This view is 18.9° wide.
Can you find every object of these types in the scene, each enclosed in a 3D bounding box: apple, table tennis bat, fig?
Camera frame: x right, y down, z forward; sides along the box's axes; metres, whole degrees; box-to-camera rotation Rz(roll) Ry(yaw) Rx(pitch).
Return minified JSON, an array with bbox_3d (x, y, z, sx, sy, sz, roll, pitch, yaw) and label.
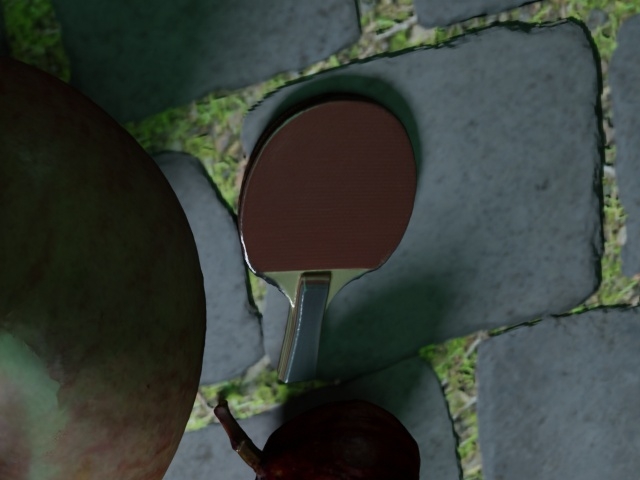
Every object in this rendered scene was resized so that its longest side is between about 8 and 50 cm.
[{"bbox_3d":[-0.222,0.071,1.131,0.345,0.269,0.345,-10,122,-16],"label":"apple"},{"bbox_3d":[0.000,0.000,1.337,0.130,0.019,0.220,-1,117,-23],"label":"table tennis bat"},{"bbox_3d":[0.009,0.165,1.376,0.128,0.128,0.150,-35,120,-1],"label":"fig"}]
